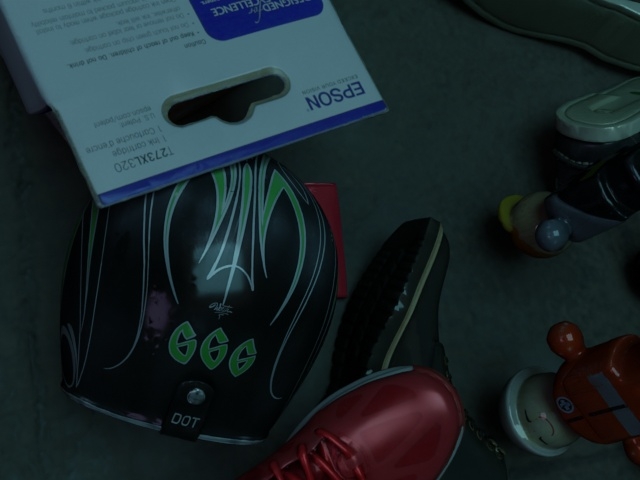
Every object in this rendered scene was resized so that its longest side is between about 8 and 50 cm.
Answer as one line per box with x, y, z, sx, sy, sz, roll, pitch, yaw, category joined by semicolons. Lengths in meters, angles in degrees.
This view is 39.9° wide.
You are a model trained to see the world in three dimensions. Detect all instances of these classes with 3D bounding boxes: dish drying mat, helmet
0.000;0.000;0.612;0.032;0.008;0.083;0;75;-20;dish drying mat
-0.067;0.021;0.505;0.169;0.169;0.161;16;86;-15;helmet

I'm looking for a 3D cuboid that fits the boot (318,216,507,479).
0.078;0.098;0.583;0.137;0.077;0.198;25;80;-17;boot

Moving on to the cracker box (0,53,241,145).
-0.151;-0.182;0.578;0.156;0.067;0.232;-37;89;-26;cracker box

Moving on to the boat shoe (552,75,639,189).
0.275;-0.091;0.719;0.233;0.084;0.079;-22;118;-32;boat shoe

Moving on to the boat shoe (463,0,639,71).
0.201;-0.208;0.716;0.228;0.081;0.068;18;60;-18;boat shoe

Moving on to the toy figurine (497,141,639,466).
0.228;0.054;0.602;0.213;0.148;0.209;13;64;-25;toy figurine

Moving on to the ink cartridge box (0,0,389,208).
-0.123;-0.195;0.511;0.176;0.069;0.371;-22;75;-25;ink cartridge box

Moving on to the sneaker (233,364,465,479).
-0.016;0.147;0.451;0.221;0.128;0.087;-40;82;1;sneaker
